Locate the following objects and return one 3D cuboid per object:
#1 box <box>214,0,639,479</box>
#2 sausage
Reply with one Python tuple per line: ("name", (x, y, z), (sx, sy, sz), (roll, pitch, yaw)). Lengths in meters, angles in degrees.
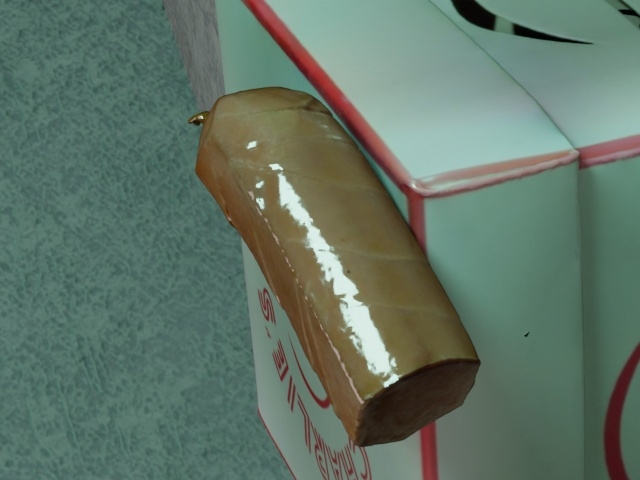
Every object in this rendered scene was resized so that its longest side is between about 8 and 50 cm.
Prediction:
("box", (0.133, 0.009, 1.031), (0.314, 0.300, 0.312), (-125, 25, -56))
("sausage", (0.001, 0.000, 0.815), (0.169, 0.065, 0.065), (60, 162, 26))
